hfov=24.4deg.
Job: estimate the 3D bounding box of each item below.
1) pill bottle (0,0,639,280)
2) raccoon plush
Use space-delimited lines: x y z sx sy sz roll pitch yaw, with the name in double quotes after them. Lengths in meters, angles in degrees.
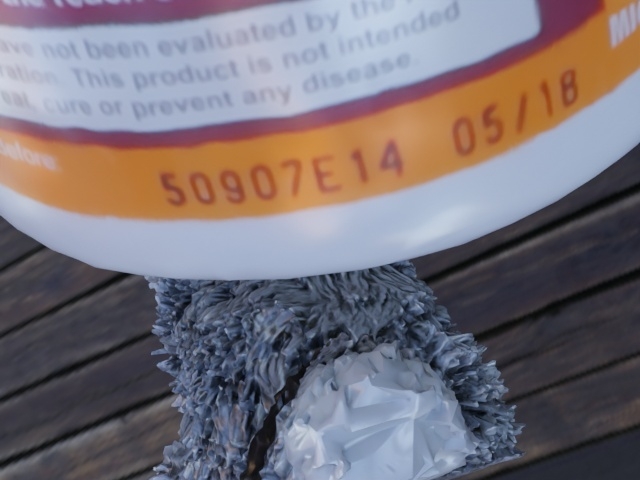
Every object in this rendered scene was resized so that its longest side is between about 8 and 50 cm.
-0.035 -0.205 0.318 0.224 0.224 0.392 5 131 25 "pill bottle"
0.000 0.000 0.843 0.446 0.216 0.299 136 119 -68 "raccoon plush"
